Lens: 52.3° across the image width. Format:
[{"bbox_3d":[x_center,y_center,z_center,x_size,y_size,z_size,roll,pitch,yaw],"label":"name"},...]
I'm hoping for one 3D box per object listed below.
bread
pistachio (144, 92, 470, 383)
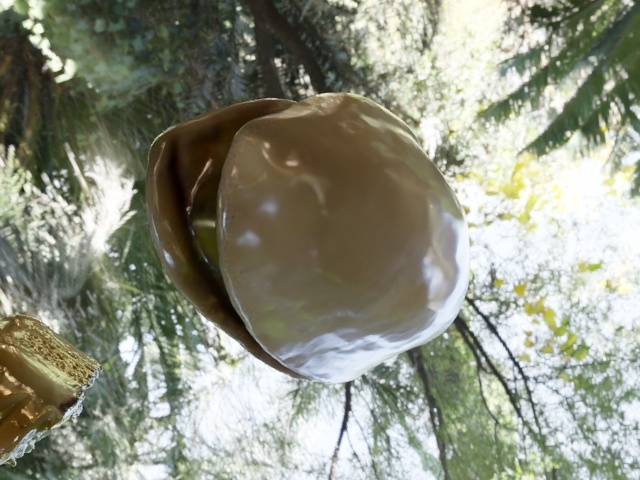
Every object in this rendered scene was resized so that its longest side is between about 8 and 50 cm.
[{"bbox_3d":[-0.555,0.255,1.142,0.211,0.270,0.316,-52,-169,-4],"label":"bread"},{"bbox_3d":[0.000,0.000,0.494,0.194,0.318,0.213,8,-100,35],"label":"pistachio"}]
